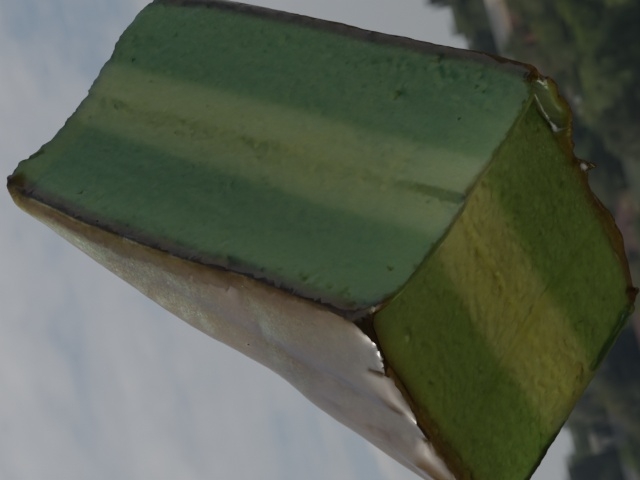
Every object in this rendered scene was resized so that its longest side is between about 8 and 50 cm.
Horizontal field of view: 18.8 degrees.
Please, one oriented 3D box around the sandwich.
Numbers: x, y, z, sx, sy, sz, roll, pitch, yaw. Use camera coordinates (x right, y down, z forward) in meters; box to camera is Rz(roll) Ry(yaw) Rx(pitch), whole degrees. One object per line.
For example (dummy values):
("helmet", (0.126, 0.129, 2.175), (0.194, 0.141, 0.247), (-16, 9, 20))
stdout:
("sandwich", (0.000, 0.000, 0.440), (0.074, 0.116, 0.074), (-54, -43, -21))
